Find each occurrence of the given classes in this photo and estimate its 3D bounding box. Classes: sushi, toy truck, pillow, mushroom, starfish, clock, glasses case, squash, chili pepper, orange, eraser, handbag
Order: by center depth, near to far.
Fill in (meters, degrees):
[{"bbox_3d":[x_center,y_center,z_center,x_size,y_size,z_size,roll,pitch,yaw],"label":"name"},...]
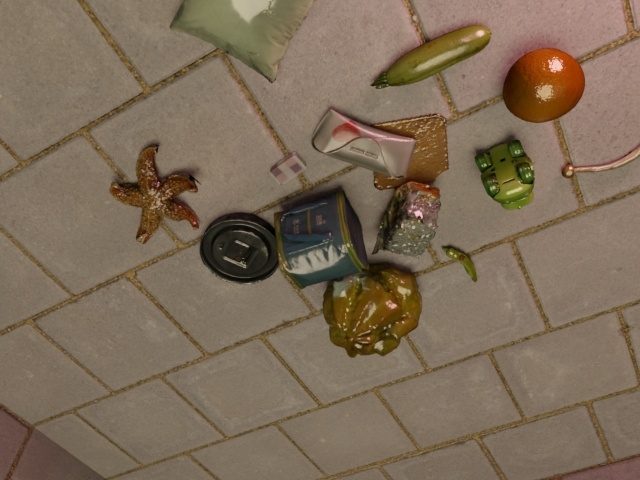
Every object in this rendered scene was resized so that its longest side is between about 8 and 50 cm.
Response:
[{"bbox_3d":[-0.183,-0.592,1.416,0.312,0.119,0.310,24,125,-17],"label":"pillow"},{"bbox_3d":[0.590,-0.408,1.502,0.205,0.206,0.206,0,127,1],"label":"orange"},{"bbox_3d":[0.288,-0.480,1.512,0.340,0.095,0.095,-20,124,16],"label":"squash"},{"bbox_3d":[0.133,-0.274,1.657,0.307,0.083,0.128,17,125,-10],"label":"glasses case"},{"bbox_3d":[0.560,-0.173,1.676,0.148,0.187,0.211,-21,124,22],"label":"toy truck"},{"bbox_3d":[0.883,-0.247,1.713,0.306,0.043,0.068,-19,149,13],"label":"mushroom"},{"bbox_3d":[-0.100,-0.221,1.751,0.105,0.026,0.065,-30,124,21],"label":"eraser"},{"bbox_3d":[0.271,-0.053,1.769,0.139,0.184,0.274,15,134,-10],"label":"sushi"},{"bbox_3d":[0.000,0.000,1.769,0.240,0.263,0.222,-20,138,13],"label":"handbag"},{"bbox_3d":[-0.497,-0.130,1.778,0.303,0.113,0.312,-25,120,19],"label":"starfish"},{"bbox_3d":[-0.269,0.029,1.923,0.280,0.055,0.281,1,127,1],"label":"clock"},{"bbox_3d":[0.498,0.080,1.958,0.049,0.043,0.208,-43,117,13],"label":"chili pepper"}]

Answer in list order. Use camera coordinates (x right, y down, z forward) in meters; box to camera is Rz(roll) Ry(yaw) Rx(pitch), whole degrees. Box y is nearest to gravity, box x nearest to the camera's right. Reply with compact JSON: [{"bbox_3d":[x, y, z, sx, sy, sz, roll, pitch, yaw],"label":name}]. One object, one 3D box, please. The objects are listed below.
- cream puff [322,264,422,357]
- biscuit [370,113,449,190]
[{"bbox_3d":[0.172,0.268,1.961,0.377,0.276,0.379,-1,126,-2],"label":"cream puff"},{"bbox_3d":[0.267,-0.263,1.722,0.236,0.013,0.232,-7,126,8],"label":"biscuit"}]
